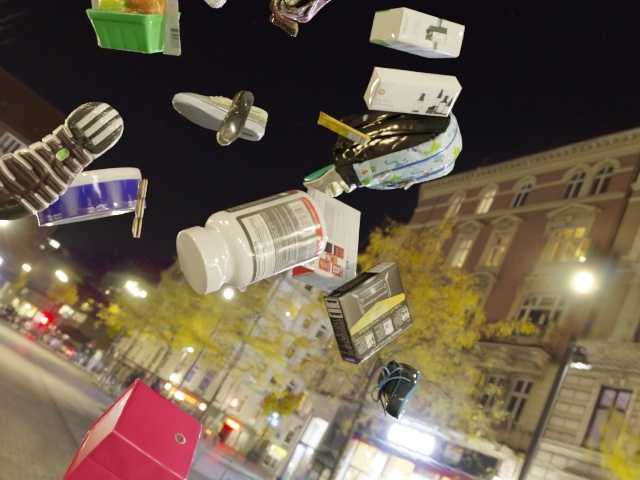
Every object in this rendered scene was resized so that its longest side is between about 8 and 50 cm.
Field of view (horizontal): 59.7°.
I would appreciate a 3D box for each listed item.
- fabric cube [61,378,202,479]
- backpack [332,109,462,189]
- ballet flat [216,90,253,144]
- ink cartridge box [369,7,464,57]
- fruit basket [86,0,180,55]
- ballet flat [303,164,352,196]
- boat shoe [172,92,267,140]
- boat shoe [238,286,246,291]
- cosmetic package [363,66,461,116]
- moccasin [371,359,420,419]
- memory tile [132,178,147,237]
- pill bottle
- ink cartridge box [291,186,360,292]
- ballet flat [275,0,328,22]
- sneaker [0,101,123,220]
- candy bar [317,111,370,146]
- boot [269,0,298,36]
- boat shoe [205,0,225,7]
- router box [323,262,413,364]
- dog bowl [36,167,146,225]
[{"bbox_3d":[-0.556,0.633,1.688,0.258,0.259,0.254,42,16,-14],"label":"fabric cube"},{"bbox_3d":[0.250,-0.300,1.717,0.356,0.290,0.273,-24,-51,28],"label":"backpack"},{"bbox_3d":[-0.222,-0.314,1.442,0.049,0.173,0.057,-1,-33,43],"label":"ballet flat"},{"bbox_3d":[0.268,-0.572,1.549,0.209,0.086,0.153,5,14,-27],"label":"ink cartridge box"},{"bbox_3d":[-0.528,-0.722,1.588,0.327,0.165,0.352,13,-68,23],"label":"fruit basket"},{"bbox_3d":[0.059,-0.233,2.134,0.139,0.139,0.400,38,-24,-18],"label":"ballet flat"},{"bbox_3d":[-0.316,-0.409,1.780,0.303,0.094,0.109,20,-22,-4],"label":"boat shoe"},{"bbox_3d":[-0.304,0.170,2.124,0.035,0.035,0.100,57,15,-21],"label":"boat shoe"},{"bbox_3d":[0.247,-0.396,1.499,0.239,0.060,0.098,0,-42,-18],"label":"cosmetic package"},{"bbox_3d":[0.213,0.435,1.645,0.117,0.137,0.342,31,2,11],"label":"moccasin"},{"bbox_3d":[-0.351,-0.063,1.080,0.012,0.113,0.148,8,2,-21],"label":"memory tile"},{"bbox_3d":[-0.182,0.004,1.497,0.210,0.363,0.210,32,-49,45],"label":"pill bottle"},{"bbox_3d":[0.000,0.000,2.018,0.272,0.309,0.130,26,-30,-38],"label":"ink cartridge box"},{"bbox_3d":[-0.002,-0.451,0.959,0.222,0.079,0.076,-24,-94,48],"label":"ballet flat"},{"bbox_3d":[-0.470,-0.139,1.006,0.106,0.281,0.162,56,-6,-16],"label":"sneaker"},{"bbox_3d":[0.066,-0.311,1.570,0.162,0.018,0.040,27,-47,2],"label":"candy bar"},{"bbox_3d":[-0.119,-0.759,1.897,0.114,0.037,0.106,37,-25,14],"label":"boot"},{"bbox_3d":[-0.267,-0.686,1.456,0.078,0.219,0.070,-14,-22,15],"label":"boat shoe"},{"bbox_3d":[0.171,0.241,1.911,0.081,0.309,0.242,-2,-72,49],"label":"router box"},{"bbox_3d":[-0.589,-0.111,1.430,0.265,0.265,0.104,-4,-82,57],"label":"dog bowl"}]
